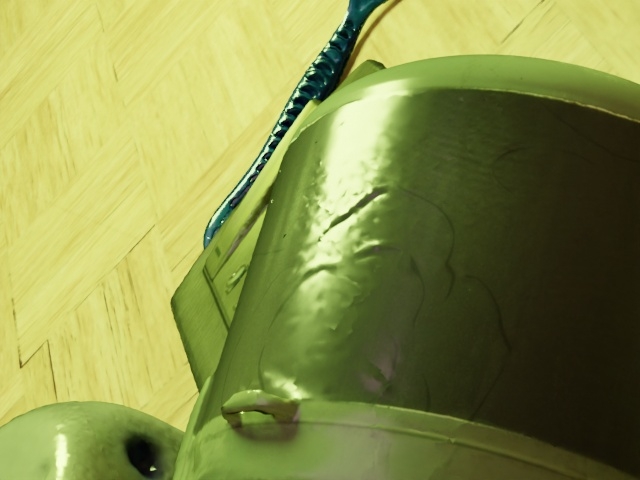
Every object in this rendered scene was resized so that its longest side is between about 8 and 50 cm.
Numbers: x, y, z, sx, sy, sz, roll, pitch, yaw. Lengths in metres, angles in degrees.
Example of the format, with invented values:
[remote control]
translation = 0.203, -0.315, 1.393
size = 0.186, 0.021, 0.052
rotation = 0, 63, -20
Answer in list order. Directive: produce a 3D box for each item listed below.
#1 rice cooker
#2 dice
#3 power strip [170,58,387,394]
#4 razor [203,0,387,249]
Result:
[rice cooker]
translation = 0.087, 0.082, 0.728
size = 0.288, 0.288, 0.277
rotation = -15, 51, 46
[dice]
translation = -0.150, 0.235, 0.965
size = 0.192, 0.194, 0.193
rotation = -35, 36, 27
[power strip]
translation = 0.001, 0.000, 1.073
size = 0.257, 0.092, 0.251
rotation = -52, 24, 7
[razor]
translation = -0.008, -0.119, 1.235
size = 0.324, 0.093, 0.056
rotation = -62, -7, -4
